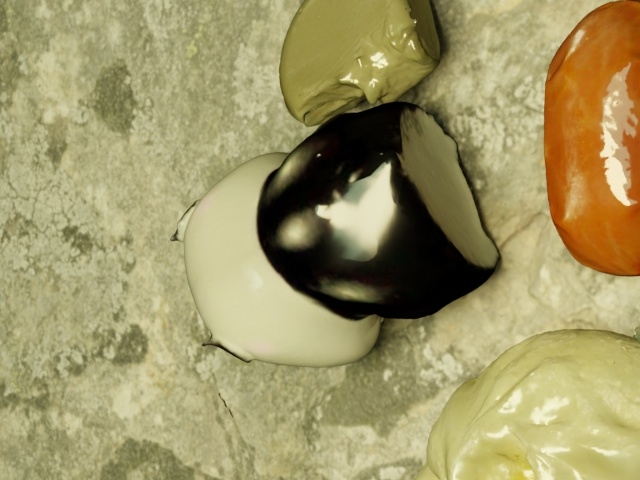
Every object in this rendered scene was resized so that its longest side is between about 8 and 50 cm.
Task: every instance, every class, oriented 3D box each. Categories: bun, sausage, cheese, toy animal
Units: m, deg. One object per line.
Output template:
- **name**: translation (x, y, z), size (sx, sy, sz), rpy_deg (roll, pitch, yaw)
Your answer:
- **bun**: translation (0.252, 0.262, 1.655), size (0.365, 0.219, 0.365), rpy_deg (4, 97, 32)
- **sausage**: translation (0.297, -0.099, 1.651), size (0.141, 0.153, 0.268), rpy_deg (-1, 90, 38)
- **cheese**: translation (0.036, -0.204, 1.827), size (0.202, 0.091, 0.175), rpy_deg (-40, 48, 29)
- **toy animal**: translation (0.000, 0.000, 1.803), size (0.310, 0.251, 0.251), rpy_deg (-27, 77, 23)

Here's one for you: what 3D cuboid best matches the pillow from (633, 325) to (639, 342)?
- **pillow**: translation (0.449, 0.145, 1.515), size (0.138, 0.310, 0.283), rpy_deg (138, 112, -74)
